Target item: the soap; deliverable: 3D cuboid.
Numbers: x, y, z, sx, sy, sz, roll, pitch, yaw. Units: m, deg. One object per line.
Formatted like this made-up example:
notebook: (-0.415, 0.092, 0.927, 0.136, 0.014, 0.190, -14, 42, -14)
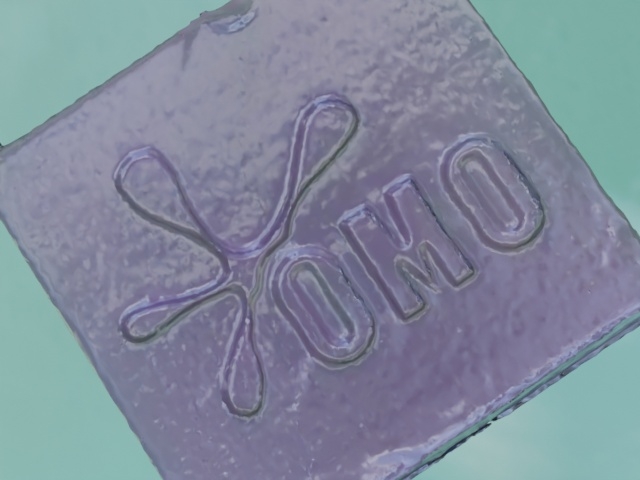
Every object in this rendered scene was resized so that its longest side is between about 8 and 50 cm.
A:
soap: (0.000, 0.000, 1.008, 0.296, 0.107, 0.285, -35, 77, -2)
